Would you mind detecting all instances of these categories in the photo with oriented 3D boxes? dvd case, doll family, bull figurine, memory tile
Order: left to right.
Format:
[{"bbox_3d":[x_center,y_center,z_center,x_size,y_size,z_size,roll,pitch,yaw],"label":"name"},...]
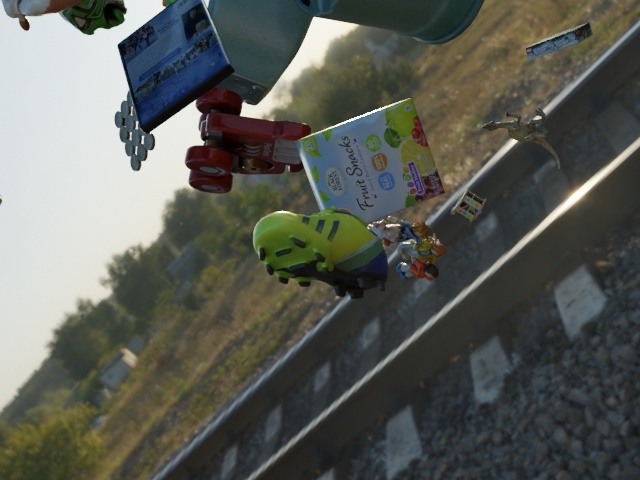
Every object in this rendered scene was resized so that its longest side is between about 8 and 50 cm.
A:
[{"bbox_3d":[-0.493,-0.518,1.496,0.310,0.101,0.188,-6,41,39],"label":"bull figurine"},{"bbox_3d":[-0.379,-0.224,1.560,0.012,0.148,0.113,-7,-27,-41],"label":"memory tile"},{"bbox_3d":[-0.250,-0.308,1.287,0.180,0.022,0.253,-33,50,11],"label":"dvd case"},{"bbox_3d":[0.244,0.000,2.079,0.163,0.263,0.118,-6,46,54],"label":"doll family"}]

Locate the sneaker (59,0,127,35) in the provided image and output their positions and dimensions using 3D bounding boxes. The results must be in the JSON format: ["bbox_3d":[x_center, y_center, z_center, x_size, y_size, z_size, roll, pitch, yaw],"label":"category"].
[{"bbox_3d":[-0.500,-0.551,1.744,0.134,0.146,0.343,-31,20,28],"label":"sneaker"}]

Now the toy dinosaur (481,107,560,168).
[{"bbox_3d":[0.417,-0.215,1.519,0.092,0.183,0.053,120,173,-67],"label":"toy dinosaur"}]

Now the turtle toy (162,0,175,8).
[{"bbox_3d":[-0.261,-0.447,1.506,0.066,0.095,0.130,-38,-23,15],"label":"turtle toy"}]

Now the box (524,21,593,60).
[{"bbox_3d":[0.446,-0.372,1.428,0.094,0.027,0.137,-15,11,34],"label":"box"}]

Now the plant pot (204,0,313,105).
[{"bbox_3d":[-0.169,-0.466,1.782,0.247,0.248,0.252,153,133,-70],"label":"plant pot"}]

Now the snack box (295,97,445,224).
[{"bbox_3d":[0.084,-0.125,1.305,0.207,0.174,0.070,-22,7,-5],"label":"snack box"}]

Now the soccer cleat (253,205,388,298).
[{"bbox_3d":[-0.001,0.000,1.052,0.093,0.121,0.289,-20,-24,28],"label":"soccer cleat"}]

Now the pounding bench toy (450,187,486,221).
[{"bbox_3d":[0.384,-0.082,1.992,0.052,0.065,0.083,-57,-1,-32],"label":"pounding bench toy"}]

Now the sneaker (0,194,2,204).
[{"bbox_3d":[-0.911,-0.145,1.989,0.114,0.152,0.305,-42,40,9],"label":"sneaker"}]

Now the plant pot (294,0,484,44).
[{"bbox_3d":[0.129,-0.595,1.626,0.334,0.341,0.341,-8,-18,-32],"label":"plant pot"}]

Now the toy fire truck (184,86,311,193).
[{"bbox_3d":[-0.154,-0.199,1.672,0.302,0.254,0.169,114,164,-75],"label":"toy fire truck"}]
